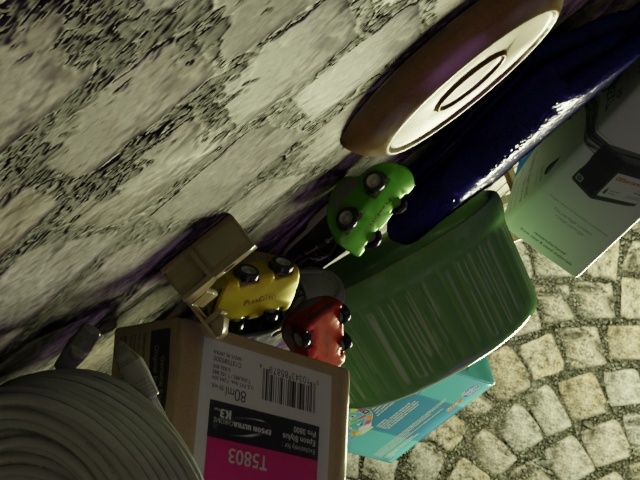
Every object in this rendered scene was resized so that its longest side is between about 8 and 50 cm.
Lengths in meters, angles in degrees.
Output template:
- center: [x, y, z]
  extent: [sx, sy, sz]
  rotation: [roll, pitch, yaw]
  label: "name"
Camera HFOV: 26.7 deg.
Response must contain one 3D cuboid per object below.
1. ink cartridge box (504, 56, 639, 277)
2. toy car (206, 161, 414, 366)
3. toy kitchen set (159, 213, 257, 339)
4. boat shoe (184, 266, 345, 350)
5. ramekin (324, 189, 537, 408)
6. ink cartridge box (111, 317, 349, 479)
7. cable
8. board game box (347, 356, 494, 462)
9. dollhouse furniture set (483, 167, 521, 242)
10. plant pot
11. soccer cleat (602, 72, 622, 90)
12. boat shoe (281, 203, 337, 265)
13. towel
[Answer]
- center: [0.381, -0.138, 1.690]
  extent: [0.307, 0.129, 0.223]
  rotation: [-49, -170, 38]
  label: "ink cartridge box"
- center: [0.003, 0.013, 1.285]
  extent: [0.225, 0.053, 0.239]
  rotation: [-52, 146, 0]
  label: "toy car"
- center: [-0.077, 0.032, 1.107]
  extent: [0.075, 0.068, 0.083]
  rotation: [-39, 173, 0]
  label: "toy kitchen set"
- center: [-0.050, 0.072, 1.377]
  extent: [0.227, 0.079, 0.081]
  rotation: [-21, 162, -39]
  label: "boat shoe"
- center: [0.111, 0.075, 1.621]
  extent: [0.303, 0.148, 0.303]
  rotation: [-28, -174, 3]
  label: "ramekin"
- center: [-0.078, 0.188, 1.188]
  extent: [0.088, 0.193, 0.234]
  rotation: [-13, 158, 37]
  label: "ink cartridge box"
- center: [-0.192, 0.226, 1.000]
  extent: [0.257, 0.257, 0.089]
  rotation: [-41, 167, 22]
  label: "cable"
- center: [0.053, 0.215, 2.037]
  extent: [0.336, 0.079, 0.254]
  rotation: [19, 132, -35]
  label: "board game box"
- center: [0.265, -0.064, 1.980]
  extent: [0.374, 0.152, 0.201]
  rotation: [-21, 172, 1]
  label: "dollhouse furniture set"
- center: [0.119, -0.143, 1.136]
  extent: [0.236, 0.032, 0.236]
  rotation: [-37, 172, -6]
  label: "plant pot"
- center: [0.322, -0.205, 1.638]
  extent: [0.072, 0.060, 0.179]
  rotation: [-45, -178, -23]
  label: "soccer cleat"
- center: [0.000, 0.000, 1.380]
  extent: [0.046, 0.038, 0.125]
  rotation: [-33, 171, -40]
  label: "boat shoe"
- center: [0.207, -0.131, 1.477]
  extent: [0.227, 0.076, 0.308]
  rotation: [-35, 174, -45]
  label: "towel"
